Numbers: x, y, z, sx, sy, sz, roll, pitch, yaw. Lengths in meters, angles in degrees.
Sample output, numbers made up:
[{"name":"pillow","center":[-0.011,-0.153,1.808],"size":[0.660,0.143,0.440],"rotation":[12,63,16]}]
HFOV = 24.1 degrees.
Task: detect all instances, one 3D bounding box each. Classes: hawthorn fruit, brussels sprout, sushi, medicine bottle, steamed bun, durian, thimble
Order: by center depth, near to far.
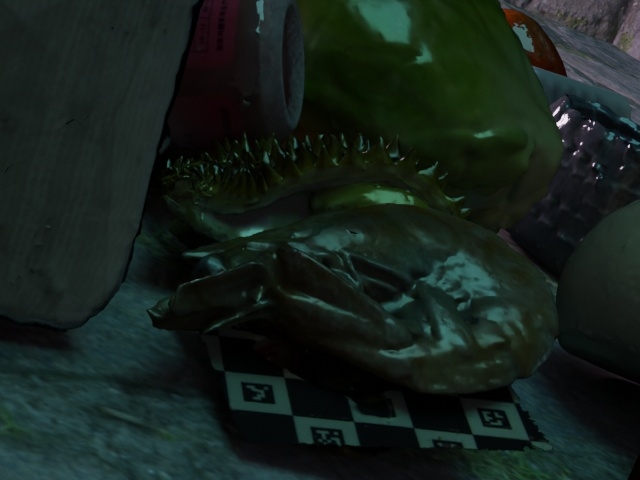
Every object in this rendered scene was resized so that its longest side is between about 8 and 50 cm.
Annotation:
[{"name":"sushi","center":[0.021,0.096,1.001],"size":[0.210,0.040,0.193],"rotation":[3,30,-22]},{"name":"durian","center":[0.000,0.000,1.146],"size":[0.306,0.166,0.172],"rotation":[31,-25,-29]},{"name":"medicine bottle","center":[-0.143,-0.144,1.227],"size":[0.247,0.147,0.147],"rotation":[1,14,10]},{"name":"steamed bun","center":[0.345,0.053,1.268],"size":[0.283,0.177,0.283],"rotation":[22,-4,2]},{"name":"brussels sprout","center":[0.057,-0.134,1.424],"size":[0.344,0.268,0.344],"rotation":[34,34,-27]},{"name":"thimble","center":[0.314,-0.048,1.658],"size":[0.205,0.172,0.236],"rotation":[21,19,-4]},{"name":"hawthorn fruit","center":[0.262,-0.233,2.139],"size":[0.189,0.189,0.189],"rotation":[24,17,-8]}]

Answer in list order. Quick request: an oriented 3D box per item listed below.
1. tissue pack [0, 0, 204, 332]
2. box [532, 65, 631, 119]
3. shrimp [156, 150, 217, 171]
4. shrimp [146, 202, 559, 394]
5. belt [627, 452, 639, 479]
[{"name":"tissue pack","center":[-0.273,-0.158,0.977],"size":[0.253,0.264,0.416],"rotation":[8,22,-34]},{"name":"box","center":[0.267,-0.162,1.915],"size":[0.336,0.106,0.264],"rotation":[8,5,-44]},{"name":"shrimp","center":[-0.095,-0.075,1.336],"size":[0.294,0.062,0.154],"rotation":[35,13,32]},{"name":"shrimp","center":[0.031,0.044,0.982],"size":[0.317,0.077,0.168],"rotation":[-9,44,-38]},{"name":"belt","center":[0.344,0.205,1.059],"size":[0.261,0.105,0.184],"rotation":[29,17,30]}]
